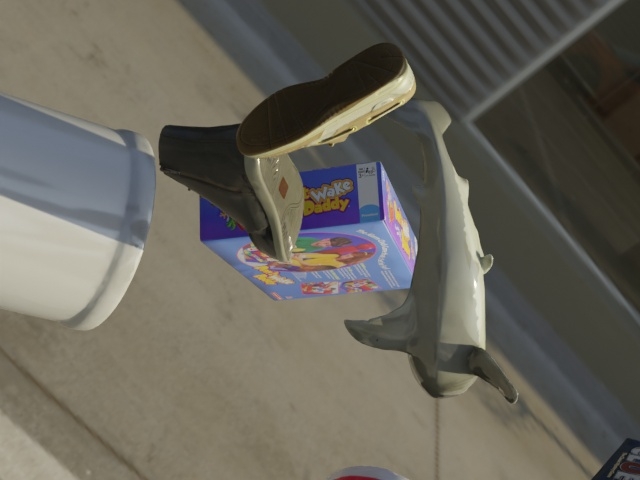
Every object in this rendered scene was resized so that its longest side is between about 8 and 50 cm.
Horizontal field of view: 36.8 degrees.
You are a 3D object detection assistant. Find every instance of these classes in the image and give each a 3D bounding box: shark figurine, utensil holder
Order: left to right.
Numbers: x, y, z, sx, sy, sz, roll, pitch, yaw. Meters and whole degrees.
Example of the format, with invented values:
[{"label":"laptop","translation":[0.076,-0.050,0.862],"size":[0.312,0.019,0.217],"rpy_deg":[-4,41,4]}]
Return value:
[{"label":"utensil holder","translation":[-0.491,-0.065,1.431],"size":[0.386,0.327,0.327],"rpy_deg":[18,36,-32]},{"label":"shark figurine","translation":[0.069,0.024,0.724],"size":[0.166,0.116,0.278],"rpy_deg":[-119,-161,-69]}]

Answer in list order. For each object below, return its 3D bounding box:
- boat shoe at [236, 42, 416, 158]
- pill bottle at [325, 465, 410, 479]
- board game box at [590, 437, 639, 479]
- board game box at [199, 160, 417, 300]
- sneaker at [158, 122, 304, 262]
[{"label":"boat shoe","translation":[0.005,-0.088,0.678],"size":[0.045,0.135,0.050],"rpy_deg":[40,34,-53]},{"label":"pill bottle","translation":[0.027,0.441,1.161],"size":[0.176,0.176,0.318],"rpy_deg":[47,37,-10]},{"label":"board game box","translation":[0.230,0.302,0.765],"size":[0.165,0.042,0.243],"rpy_deg":[-22,114,-52]},{"label":"board game box","translation":[0.000,0.000,1.332],"size":[0.347,0.234,0.078],"rpy_deg":[52,33,-70]},{"label":"sneaker","translation":[-0.091,-0.057,1.045],"size":[0.222,0.118,0.083],"rpy_deg":[74,29,-55]}]
